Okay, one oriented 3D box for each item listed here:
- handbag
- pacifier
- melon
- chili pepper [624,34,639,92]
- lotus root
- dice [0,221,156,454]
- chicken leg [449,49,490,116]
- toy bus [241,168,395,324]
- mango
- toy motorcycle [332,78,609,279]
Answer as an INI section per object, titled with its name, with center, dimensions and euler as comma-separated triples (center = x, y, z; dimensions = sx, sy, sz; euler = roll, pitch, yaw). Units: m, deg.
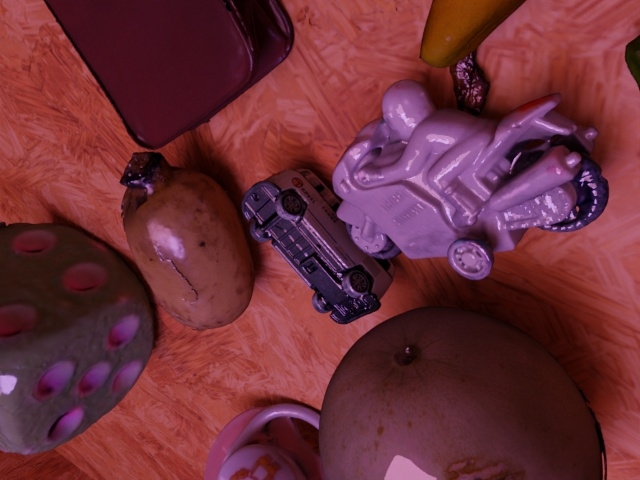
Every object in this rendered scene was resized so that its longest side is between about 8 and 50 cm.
[handbag]
center = -0.185, -0.257, 0.560
dimensions = 0.260, 0.084, 0.275
euler = -20, 108, 47
[pacifier]
center = -0.064, 0.448, 0.929
dimensions = 0.332, 0.220, 0.273
euler = 31, 139, 35
[melon]
center = 0.145, 0.219, 0.540
dimensions = 0.269, 0.268, 0.330
euler = -1, 130, 39
[chili pepper]
center = 0.282, -0.059, 0.356
dimensions = 0.072, 0.073, 0.204
euler = -29, 104, 34
[lotus root]
center = -0.182, 0.003, 0.724
dimensions = 0.160, 0.146, 0.284
euler = -4, 130, 20
[dice]
center = -0.537, 0.177, 1.014
dimensions = 0.322, 0.330, 0.318
euler = 29, 132, 18
[chicken leg]
center = 0.124, -0.144, 0.447
dimensions = 0.036, 0.021, 0.083
euler = 20, 133, 39
[toy bus]
center = 0.000, 0.000, 0.612
dimensions = 0.194, 0.089, 0.087
euler = 49, 140, -4
[mango]
center = 0.120, -0.188, 0.354
dimensions = 0.066, 0.101, 0.187
euler = 40, 140, 6
[toy motorcycle]
center = 0.101, -0.061, 0.468
dimensions = 0.260, 0.110, 0.170
euler = -11, 113, 47
